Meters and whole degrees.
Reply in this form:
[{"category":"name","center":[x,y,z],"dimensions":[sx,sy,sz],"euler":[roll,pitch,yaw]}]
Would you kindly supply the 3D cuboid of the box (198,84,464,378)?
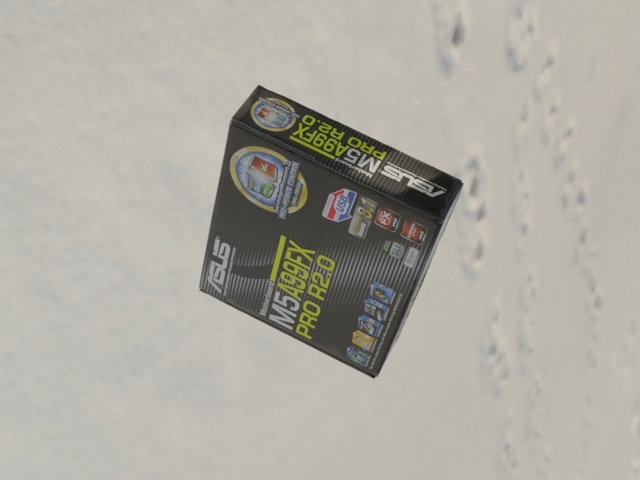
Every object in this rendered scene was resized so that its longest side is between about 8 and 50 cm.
[{"category":"box","center":[0.000,0.000,1.222],"dimensions":[0.060,0.216,0.270],"euler":[-58,171,-39]}]
